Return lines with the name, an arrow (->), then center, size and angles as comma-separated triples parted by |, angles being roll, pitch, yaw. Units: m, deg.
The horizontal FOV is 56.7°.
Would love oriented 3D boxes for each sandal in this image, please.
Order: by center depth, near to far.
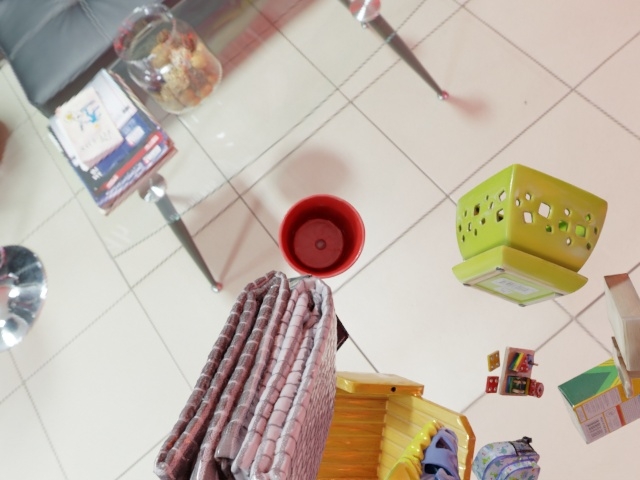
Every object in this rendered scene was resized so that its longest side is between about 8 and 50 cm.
sandal -> 0.179, 0.398, 0.961 | 0.138, 0.317, 0.126 | 34, 107, 17

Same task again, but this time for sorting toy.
sorting toy -> 0.546, 0.363, 1.623 | 0.046, 0.275, 0.132 | 6, 83, 51

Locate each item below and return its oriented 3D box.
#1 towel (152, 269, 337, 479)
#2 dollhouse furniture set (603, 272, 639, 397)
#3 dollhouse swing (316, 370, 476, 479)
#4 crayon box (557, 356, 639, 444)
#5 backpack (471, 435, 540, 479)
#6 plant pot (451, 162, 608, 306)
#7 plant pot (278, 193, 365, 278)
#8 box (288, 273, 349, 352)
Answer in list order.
towel -> -0.062, 0.206, 0.656 | 0.121, 0.235, 0.283 | 8, 40, 10
dollhouse furniture set -> 0.737, 0.142, 1.098 | 0.356, 0.303, 0.174 | -8, 24, 18
dollhouse swing -> 0.158, 0.541, 1.481 | 0.315, 0.305, 0.346 | 8, 92, -20
crayon box -> 0.820, 0.397, 1.590 | 0.323, 0.203, 0.083 | -29, 36, 6
backpack -> 0.363, 0.445, 1.157 | 0.114, 0.105, 0.084 | 5, 25, -16
plant pot -> 0.411, 0.005, 1.211 | 0.228, 0.227, 0.207 | 21, 70, -11
plant pot -> 0.000, 0.000, 1.955 | 0.275, 0.243, 0.274 | 0, 83, -3
box -> -0.054, 0.172, 1.057 | 0.077, 0.147, 0.180 | -14, 23, 48
